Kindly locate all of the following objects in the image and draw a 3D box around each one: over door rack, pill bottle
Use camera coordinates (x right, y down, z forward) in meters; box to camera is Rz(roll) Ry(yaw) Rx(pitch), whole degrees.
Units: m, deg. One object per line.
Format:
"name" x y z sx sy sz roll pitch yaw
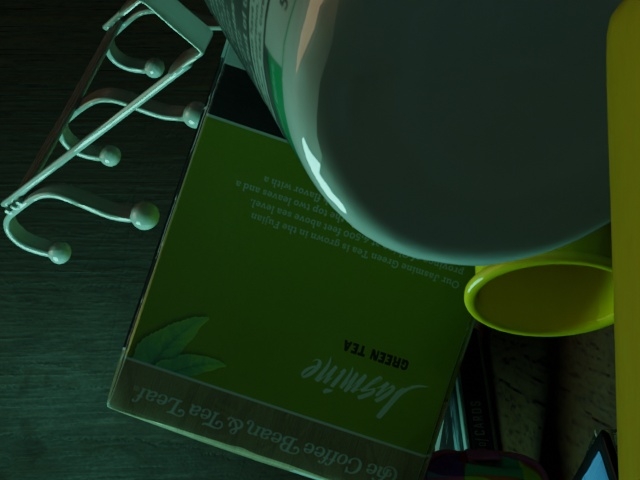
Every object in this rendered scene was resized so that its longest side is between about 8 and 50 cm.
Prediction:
"over door rack" -0.114 -0.140 1.117 0.324 0.108 0.240 -45 20 50
"pill bottle" 0.033 -0.162 0.745 0.361 0.204 0.204 -120 27 -53

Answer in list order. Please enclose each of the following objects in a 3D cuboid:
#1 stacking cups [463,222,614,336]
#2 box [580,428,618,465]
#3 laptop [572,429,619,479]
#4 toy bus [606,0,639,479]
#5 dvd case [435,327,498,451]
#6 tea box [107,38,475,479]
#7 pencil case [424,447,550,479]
"stacking cups" 0.131 -0.105 0.850 0.096 0.096 0.316 96 178 -61
"box" 0.156 0.176 0.803 0.137 0.027 0.094 95 172 -54
"laptop" 0.086 0.261 0.743 0.136 0.264 0.234 30 -140 -51
"toy bus" 0.135 0.106 0.301 0.108 0.130 0.333 122 147 -84
"dvd case" 0.128 0.222 1.262 0.179 0.029 0.239 93 176 -49
"tea box" 0.000 0.000 1.115 0.329 0.219 0.324 143 146 -87
"pencil case" 0.108 0.254 1.059 0.104 0.104 0.236 -95 7 -54
